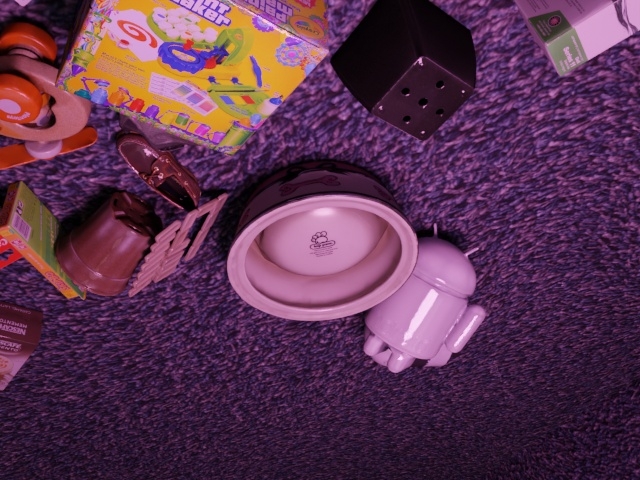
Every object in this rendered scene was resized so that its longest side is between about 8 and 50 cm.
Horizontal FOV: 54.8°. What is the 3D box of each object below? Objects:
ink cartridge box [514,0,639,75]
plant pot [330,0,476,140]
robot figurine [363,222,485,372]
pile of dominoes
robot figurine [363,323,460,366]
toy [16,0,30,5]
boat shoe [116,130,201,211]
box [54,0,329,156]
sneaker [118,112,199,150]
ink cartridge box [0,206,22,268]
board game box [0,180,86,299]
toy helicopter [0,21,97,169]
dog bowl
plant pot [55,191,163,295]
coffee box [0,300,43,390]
[{"bbox_3d":[0.446,-0.390,0.999,0.209,0.153,0.087,-29,137,22],"label":"ink cartridge box"},{"bbox_3d":[0.153,-0.284,1.047,0.188,0.166,0.187,22,129,-31],"label":"plant pot"},{"bbox_3d":[0.239,0.141,1.475,0.353,0.300,0.200,-63,161,10],"label":"robot figurine"},{"bbox_3d":[-0.313,0.002,1.300,0.196,0.040,0.251,-36,168,-47],"label":"pile of dominoes"},{"bbox_3d":[0.257,0.259,1.696,0.279,0.173,0.208,2,99,-15],"label":"robot figurine"},{"bbox_3d":[-0.441,-0.448,0.810,0.137,0.056,0.237,-23,133,27],"label":"toy"},{"bbox_3d":[-0.308,-0.132,1.194,0.073,0.073,0.207,-30,135,22],"label":"boat shoe"},{"bbox_3d":[-0.184,-0.308,0.898,0.290,0.176,0.279,20,144,-31],"label":"box"},{"bbox_3d":[-0.257,-0.204,1.122,0.235,0.078,0.106,16,136,-23],"label":"sneaker"},{"bbox_3d":[-0.680,-0.016,1.213,0.146,0.045,0.179,-25,109,17],"label":"ink cartridge box"},{"bbox_3d":[-0.555,0.010,1.261,0.039,0.124,0.259,-17,139,9],"label":"board game box"},{"bbox_3d":[-0.550,-0.203,1.045,0.356,0.140,0.235,-10,150,16],"label":"toy helicopter"},{"bbox_3d":[0.000,0.000,1.346,0.409,0.150,0.407,-4,138,-4],"label":"dog bowl"},{"bbox_3d":[-0.421,-0.003,1.262,0.167,0.166,0.165,29,118,-37],"label":"plant pot"},{"bbox_3d":[-0.800,0.259,1.514,0.141,0.098,0.246,22,130,-33],"label":"coffee box"}]
